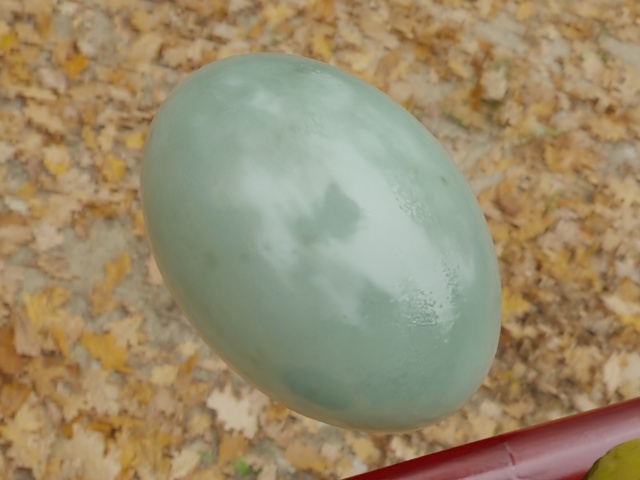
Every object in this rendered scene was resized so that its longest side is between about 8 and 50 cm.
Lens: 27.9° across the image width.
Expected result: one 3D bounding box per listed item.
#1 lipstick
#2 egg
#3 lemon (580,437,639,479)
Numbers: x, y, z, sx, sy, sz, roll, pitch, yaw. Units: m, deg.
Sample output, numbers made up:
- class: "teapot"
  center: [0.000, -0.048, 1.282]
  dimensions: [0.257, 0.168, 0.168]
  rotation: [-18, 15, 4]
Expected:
- class: "lipstick"
  center: [0.155, 0.187, 1.028]
  dimensions: [0.279, 0.073, 0.073]
  rotation: [-14, 50, -5]
- class: "egg"
  center: [0.000, 0.000, 1.158]
  dimensions: [0.276, 0.276, 0.389]
  rotation: [-28, 74, -38]
- class: "lemon"
  center: [0.190, 0.217, 0.571]
  dimensions: [0.268, 0.322, 0.268]
  rotation: [14, 24, -7]
